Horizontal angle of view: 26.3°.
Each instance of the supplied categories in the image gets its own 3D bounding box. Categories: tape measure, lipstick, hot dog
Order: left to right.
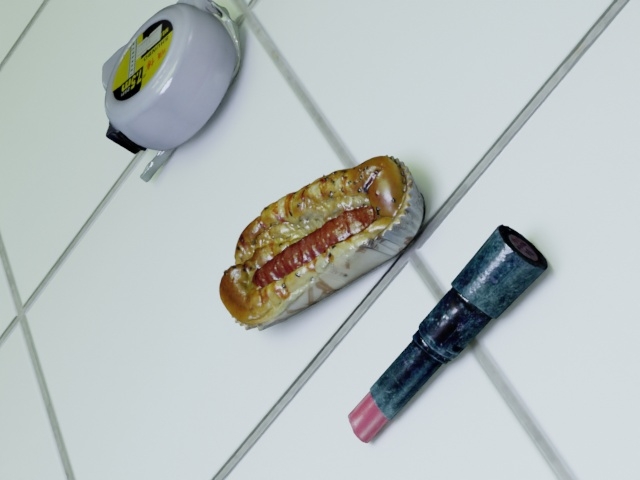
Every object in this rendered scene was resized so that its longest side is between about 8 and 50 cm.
[{"bbox_3d":[-0.176,-0.186,1.619,0.196,0.105,0.178,-32,40,33],"label":"tape measure"},{"bbox_3d":[0.000,0.000,1.320,0.252,0.069,0.131,-30,48,35],"label":"hot dog"},{"bbox_3d":[0.100,0.088,1.175,0.234,0.053,0.053,-51,39,24],"label":"lipstick"}]
